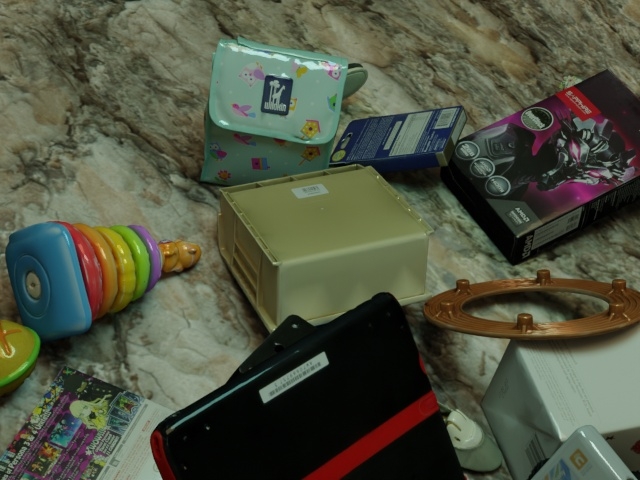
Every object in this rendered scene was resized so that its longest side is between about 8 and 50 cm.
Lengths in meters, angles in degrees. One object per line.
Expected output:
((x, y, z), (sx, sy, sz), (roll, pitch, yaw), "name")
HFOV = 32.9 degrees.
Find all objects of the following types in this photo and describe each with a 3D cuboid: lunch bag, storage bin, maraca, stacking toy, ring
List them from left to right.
((-0.472, 0.164, 1.488), (0.185, 0.099, 0.127), (-8, 35, 15), "maraca")
((-0.297, 0.037, 1.608), (0.301, 0.175, 0.166), (-13, 89, -44), "stacking toy")
((-0.078, -0.210, 1.786), (0.223, 0.262, 0.160), (9, 48, -4), "lunch bag")
((0.000, 0.000, 1.672), (0.262, 0.123, 0.260), (-12, 34, -20), "storage bin")
((0.320, 0.089, 1.620), (0.336, 0.032, 0.336), (-3, 11, 1), "ring")

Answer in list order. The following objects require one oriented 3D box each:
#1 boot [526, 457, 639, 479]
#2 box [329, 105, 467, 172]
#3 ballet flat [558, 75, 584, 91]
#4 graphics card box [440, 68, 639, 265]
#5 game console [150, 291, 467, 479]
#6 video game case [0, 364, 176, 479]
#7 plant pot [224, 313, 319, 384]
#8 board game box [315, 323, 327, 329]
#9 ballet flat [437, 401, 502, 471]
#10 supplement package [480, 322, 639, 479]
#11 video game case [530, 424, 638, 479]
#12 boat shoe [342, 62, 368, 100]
((0.375, 0.335, 1.411), (0.207, 0.246, 0.094), (-4, 64, -11), "boot")
((0.134, -0.173, 1.902), (0.225, 0.036, 0.136), (-3, 40, 30), "box")
((0.532, -0.227, 2.048), (0.077, 0.091, 0.241), (-38, 62, -24), "ballet flat")
((0.422, -0.135, 1.889), (0.371, 0.094, 0.233), (-26, 58, -13), "graphics card box")
((0.005, 0.292, 1.352), (0.386, 0.060, 0.342), (-29, 102, -32), "game console")
((-0.305, 0.296, 1.437), (0.210, 0.042, 0.232), (21, 48, 7), "video game case")
((-0.036, 0.217, 1.480), (0.187, 0.167, 0.188), (32, 51, 17), "plant pot")
((0.030, 0.156, 1.623), (0.133, 0.033, 0.168), (32, 27, 12), "board game box")
((0.166, 0.259, 1.549), (0.213, 0.068, 0.072), (27, 49, 12), "ballet flat")
((0.412, 0.234, 1.548), (0.292, 0.177, 0.175), (-7, 50, -17), "supplement package")
((0.307, 0.432, 1.257), (0.036, 0.329, 0.300), (-4, 46, -42), "video game case")
((-0.028, -0.275, 1.945), (0.233, 0.084, 0.079), (-21, 60, -8), "boat shoe")
